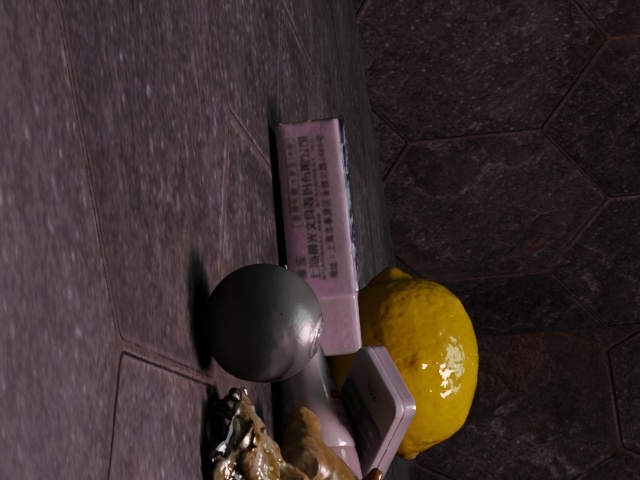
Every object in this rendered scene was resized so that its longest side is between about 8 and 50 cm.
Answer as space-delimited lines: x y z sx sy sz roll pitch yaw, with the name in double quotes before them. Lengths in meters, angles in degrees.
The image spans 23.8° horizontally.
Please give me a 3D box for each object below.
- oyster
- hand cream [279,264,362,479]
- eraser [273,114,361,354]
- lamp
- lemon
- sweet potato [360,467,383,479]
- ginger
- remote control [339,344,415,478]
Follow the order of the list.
"oyster" -0.047 0.203 1.318 0.191 0.081 0.163 -8 88 -88
"hand cream" -0.015 0.163 1.693 0.133 0.083 0.247 97 -17 -70
"eraser" 0.000 0.000 1.856 0.130 0.086 0.287 82 3 -84
"lamp" -0.048 0.071 1.287 0.105 0.105 0.105 -5 90 -84
"lemon" 0.122 0.178 2.236 0.233 0.234 0.288 63 21 -74
"sweet potato" 0.021 0.332 1.639 0.202 0.055 0.058 -62 164 22
"ginger" -0.004 0.284 1.528 0.157 0.102 0.216 -127 -155 -71
"remote control" 0.040 0.233 1.716 0.103 0.034 0.250 62 -36 37
